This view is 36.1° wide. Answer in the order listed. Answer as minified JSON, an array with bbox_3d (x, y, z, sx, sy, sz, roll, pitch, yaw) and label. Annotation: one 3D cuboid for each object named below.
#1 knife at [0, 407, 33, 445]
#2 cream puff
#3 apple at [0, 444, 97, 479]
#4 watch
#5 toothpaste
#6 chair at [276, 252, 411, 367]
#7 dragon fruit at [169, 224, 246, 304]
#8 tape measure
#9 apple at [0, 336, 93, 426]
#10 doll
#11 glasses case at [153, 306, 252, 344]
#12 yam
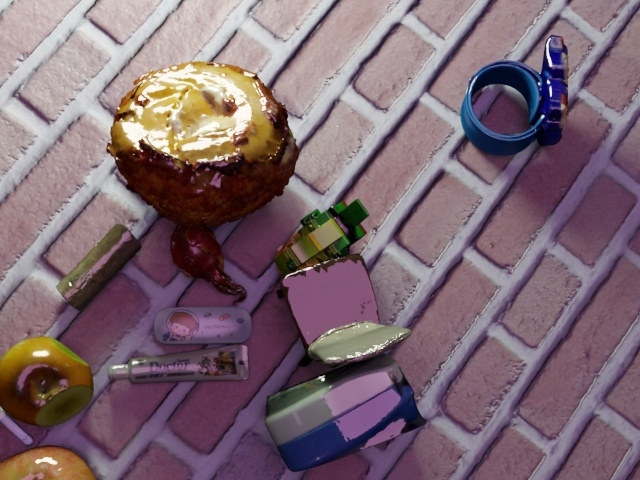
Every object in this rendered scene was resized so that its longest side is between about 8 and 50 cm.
[{"bbox_3d":[-0.544,0.327,1.731,0.096,0.010,0.027,43,76,-1],"label":"knife"},{"bbox_3d":[-0.204,-0.162,1.757,0.350,0.229,0.350,3,51,-3],"label":"cream puff"},{"bbox_3d":[-0.469,0.445,1.643,0.209,0.164,0.209,2,67,-5],"label":"apple"},{"bbox_3d":[0.377,-0.270,1.912,0.200,0.171,0.196,-1,67,3],"label":"watch"},{"bbox_3d":[-0.256,0.229,1.780,0.255,0.037,0.067,-3,76,-13],"label":"toothpaste"},{"bbox_3d":[0.028,0.125,1.693,0.160,0.319,0.186,-15,82,-11],"label":"chair"},{"bbox_3d":[-0.209,0.045,1.797,0.094,0.094,0.190,-37,97,-13],"label":"dragon fruit"},{"bbox_3d":[0.035,0.293,1.701,0.262,0.259,0.138,-20,82,-7],"label":"tape measure"},{"bbox_3d":[-0.478,0.246,1.686,0.163,0.147,0.146,39,77,-1],"label":"apple"},{"bbox_3d":[-0.001,0.001,1.808,0.186,0.134,0.106,-35,88,-7],"label":"doll"},{"bbox_3d":[-0.214,0.156,1.793,0.178,0.045,0.067,0,79,-8],"label":"glasses case"},{"bbox_3d":[-0.400,0.048,1.778,0.068,0.068,0.169,43,81,1],"label":"yam"}]
